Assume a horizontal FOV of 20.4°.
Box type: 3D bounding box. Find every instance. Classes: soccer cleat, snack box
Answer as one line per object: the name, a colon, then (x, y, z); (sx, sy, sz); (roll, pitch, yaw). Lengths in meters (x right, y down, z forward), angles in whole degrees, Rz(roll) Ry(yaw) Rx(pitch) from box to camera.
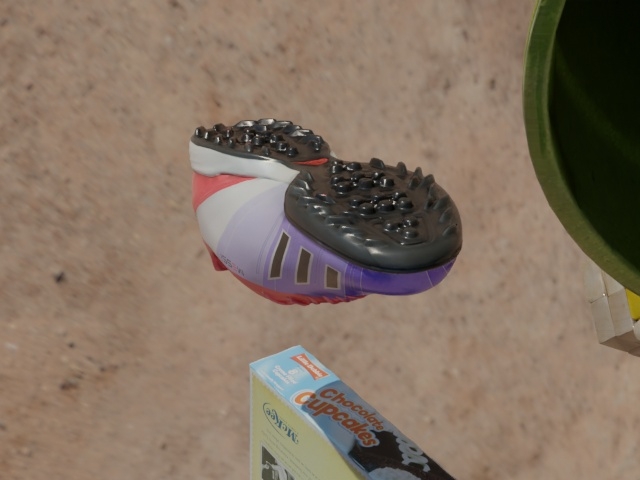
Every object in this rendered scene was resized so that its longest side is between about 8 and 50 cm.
soccer cleat: (0.000, 0.000, 1.210); (0.108, 0.318, 0.116); (-9, 108, -26)
snack box: (0.049, 0.242, 1.404); (0.060, 0.187, 0.322); (-18, 36, -30)

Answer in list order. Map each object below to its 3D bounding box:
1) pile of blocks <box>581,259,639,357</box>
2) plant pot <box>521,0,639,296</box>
pile of blocks: (0.385, 0.097, 1.543); (0.362, 0.112, 0.149); (41, 107, 46)
plant pot: (0.251, -0.200, 0.780); (0.366, 0.366, 0.353); (-11, 47, 9)
